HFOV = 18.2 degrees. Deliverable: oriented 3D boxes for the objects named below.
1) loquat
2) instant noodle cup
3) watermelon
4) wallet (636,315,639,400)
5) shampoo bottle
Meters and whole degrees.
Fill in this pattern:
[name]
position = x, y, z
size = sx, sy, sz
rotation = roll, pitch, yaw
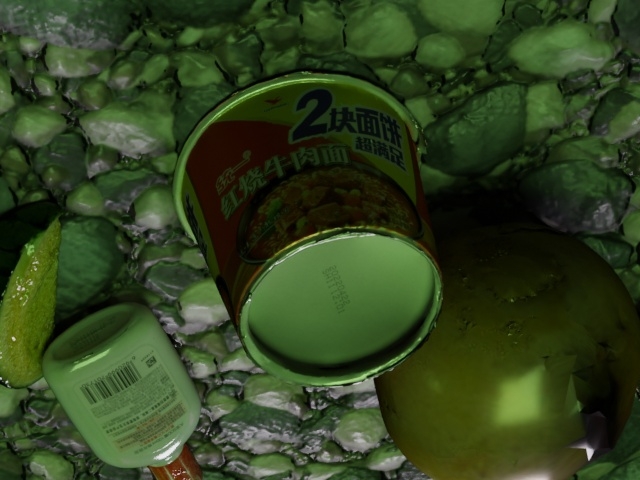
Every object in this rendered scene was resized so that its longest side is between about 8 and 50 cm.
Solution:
[loquat]
position = 0.154, 0.097, 1.673
size = 0.235, 0.235, 0.235
rotation = -9, 133, -10
[instant noodle cup]
position = 0.000, 0.000, 1.573
size = 0.213, 0.174, 0.213
rotation = -8, 132, -9
[watermelon]
position = -0.266, 0.050, 1.631
size = 0.092, 0.075, 0.181
rotation = -46, 154, -41
[wallet]
position = 0.385, 0.066, 1.852
size = 0.243, 0.039, 0.133
rotation = -31, 139, 10
[shampoo bottle]
position = -0.158, 0.147, 1.736
size = 0.108, 0.051, 0.221
rotation = -32, 136, -7
